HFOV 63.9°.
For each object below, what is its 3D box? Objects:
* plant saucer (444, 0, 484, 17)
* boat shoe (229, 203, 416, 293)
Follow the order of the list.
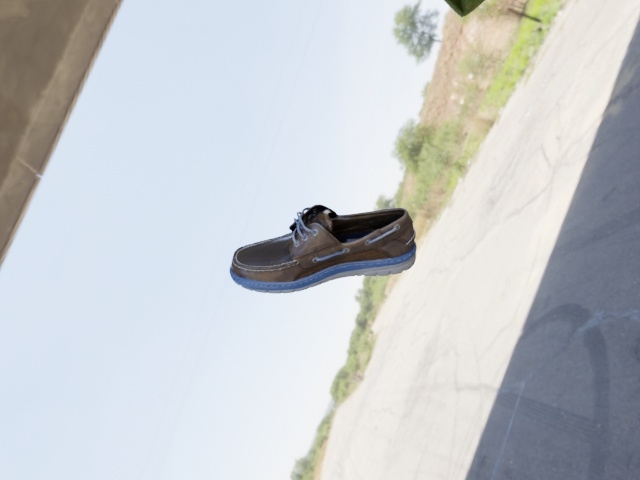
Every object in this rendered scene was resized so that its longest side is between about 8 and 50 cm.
[{"bbox_3d":[0.173,-0.337,0.507,0.188,0.045,0.188,-36,-23,30],"label":"plant saucer"},{"bbox_3d":[0.000,0.000,0.493,0.066,0.183,0.066,-105,6,-54],"label":"boat shoe"}]
